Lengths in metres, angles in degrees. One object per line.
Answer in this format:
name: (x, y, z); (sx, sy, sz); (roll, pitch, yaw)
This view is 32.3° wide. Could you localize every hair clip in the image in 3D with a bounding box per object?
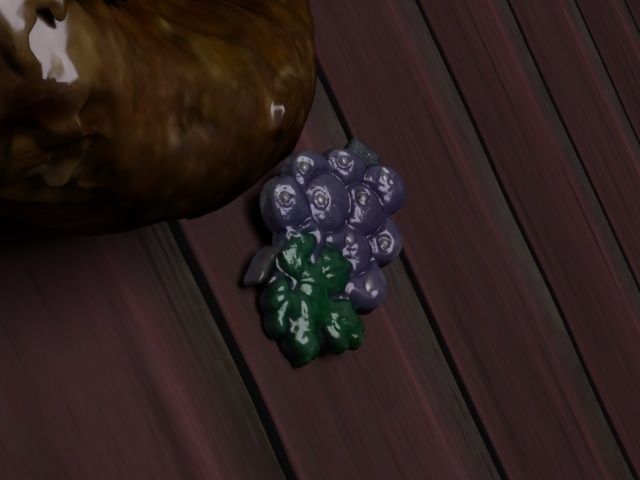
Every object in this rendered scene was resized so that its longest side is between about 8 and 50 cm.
hair clip: (-0.001, 0.001, 0.786); (0.124, 0.052, 0.195); (37, 50, -23)

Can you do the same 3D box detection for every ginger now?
ginger: (-0.100, -0.075, 0.559); (0.165, 0.172, 0.321); (28, 20, 6)
